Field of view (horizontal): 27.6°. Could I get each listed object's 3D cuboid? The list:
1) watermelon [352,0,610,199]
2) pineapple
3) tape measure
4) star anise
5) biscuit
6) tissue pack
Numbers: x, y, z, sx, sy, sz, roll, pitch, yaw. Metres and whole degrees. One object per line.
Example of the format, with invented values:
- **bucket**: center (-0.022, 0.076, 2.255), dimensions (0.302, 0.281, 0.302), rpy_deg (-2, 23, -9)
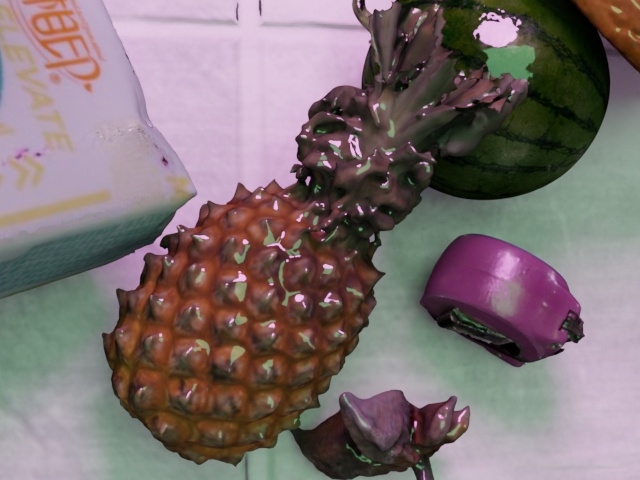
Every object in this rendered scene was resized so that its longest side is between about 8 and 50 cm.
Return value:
- **watermelon**: center (0.115, -0.128, 1.010), dimensions (0.215, 0.188, 0.188), rpy_deg (24, 77, -5)
- **pineapple**: center (0.000, 0.000, 0.921), dimensions (0.175, 0.175, 0.361), rpy_deg (45, 105, -3)
- **tape measure**: center (0.144, 0.051, 1.028), dimensions (0.125, 0.118, 0.074), rpy_deg (28, 75, -4)
- **star anise**: center (0.075, 0.231, 0.993), dimensions (0.148, 0.218, 0.227), rpy_deg (-22, 68, 26)
- **biscuit**: center (0.219, -0.219, 1.025), dimensions (0.052, 0.277, 0.262), rpy_deg (-43, 80, 20)
- **tissue pack**: center (-0.305, -0.083, 0.836), dimensions (0.388, 0.162, 0.287), rpy_deg (-19, 81, -48)
